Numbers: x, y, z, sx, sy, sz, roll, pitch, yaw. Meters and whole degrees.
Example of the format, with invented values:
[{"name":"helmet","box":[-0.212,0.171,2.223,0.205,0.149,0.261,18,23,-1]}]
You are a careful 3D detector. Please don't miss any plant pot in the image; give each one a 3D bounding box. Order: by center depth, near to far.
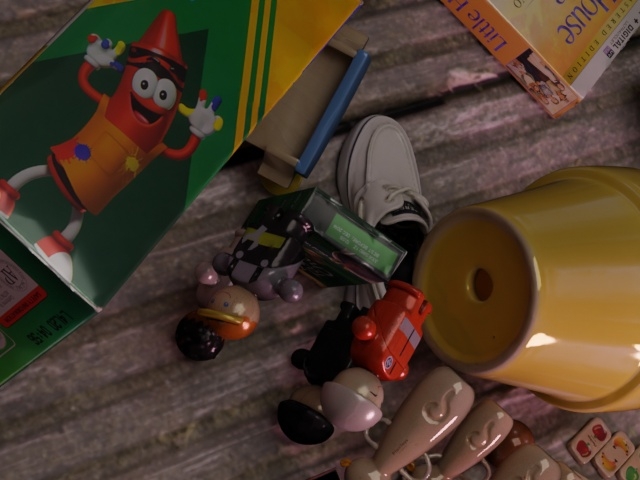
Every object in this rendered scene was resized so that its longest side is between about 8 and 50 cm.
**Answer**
[{"name":"plant pot","box":[0.230,0.047,1.766,0.239,0.254,0.254,2,68,-44]}]

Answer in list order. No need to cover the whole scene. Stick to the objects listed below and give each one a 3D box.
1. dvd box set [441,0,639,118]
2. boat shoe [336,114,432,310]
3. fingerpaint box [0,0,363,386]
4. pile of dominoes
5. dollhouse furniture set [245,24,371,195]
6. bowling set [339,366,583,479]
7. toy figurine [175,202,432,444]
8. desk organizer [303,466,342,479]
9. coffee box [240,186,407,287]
[{"name":"dvd box set","box":[0.215,-0.386,2.085,0.420,0.062,0.307,46,54,-6]},{"name":"boat shoe","box":[0.073,-0.016,1.824,0.096,0.088,0.268,17,62,-24]},{"name":"fingerpaint box","box":[-0.214,-0.046,1.444,0.163,0.445,0.371,44,54,-9]},{"name":"pile of dominoes","box":[0.353,0.307,1.887,0.251,0.040,0.196,32,57,-17]},{"name":"dollhouse furniture set","box":[-0.077,-0.230,1.842,0.286,0.198,0.303,27,88,5]},{"name":"bowling set","box":[0.170,0.260,1.749,0.287,0.200,0.154,42,92,6]},{"name":"toy figurine","box":[-0.025,0.085,1.653,0.209,0.213,0.148,34,73,-11]},{"name":"desk organizer","box":[0.012,0.285,1.683,0.047,0.050,0.130,-18,80,-35]},{"name":"coffee box","box":[0.000,0.000,1.717,0.113,0.184,0.040,35,77,-15]}]
